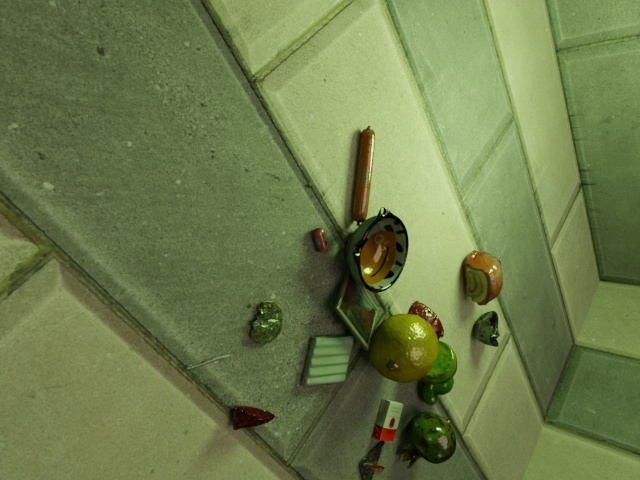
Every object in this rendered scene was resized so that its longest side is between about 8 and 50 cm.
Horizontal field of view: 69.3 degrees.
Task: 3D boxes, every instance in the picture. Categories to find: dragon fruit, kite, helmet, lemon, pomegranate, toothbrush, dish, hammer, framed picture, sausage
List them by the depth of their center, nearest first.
[{"bbox_3d":[-0.304,0.327,1.255,0.131,0.011,0.013,-6,120,-44],"label":"toothbrush"},{"bbox_3d":[-0.194,0.526,1.353,0.131,0.097,0.063,32,76,-62],"label":"dragon fruit"},{"bbox_3d":[0.000,0.000,1.488,0.043,0.043,0.083,-33,118,-37],"label":"hammer"},{"bbox_3d":[0.150,-0.222,1.596,0.053,0.053,0.347,4,93,-45],"label":"sausage"},{"bbox_3d":[0.178,0.033,1.604,0.303,0.120,0.302,-13,109,-42],"label":"dish"},{"bbox_3d":[0.132,0.243,1.626,0.250,0.016,0.184,56,39,-33],"label":"framed picture"},{"bbox_3d":[0.304,0.390,1.693,0.267,0.267,0.267,-7,100,-44],"label":"lemon"},{"bbox_3d":[0.201,0.893,1.821,0.189,0.009,0.232,36,72,-42],"label":"kite"},{"bbox_3d":[0.420,0.341,1.889,0.121,0.127,0.160,-34,119,-45],"label":"dragon fruit"},{"bbox_3d":[0.443,0.836,1.927,0.263,0.211,0.211,-39,123,-11],"label":"pomegranate"},{"bbox_3d":[0.824,0.439,2.307,0.153,0.107,0.176,59,38,-28],"label":"helmet"}]

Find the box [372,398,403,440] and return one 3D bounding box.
[{"bbox_3d":[0.269,0.714,1.841,0.100,0.048,0.152,27,79,-41],"label":"box"}]

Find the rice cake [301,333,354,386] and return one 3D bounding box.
[{"bbox_3d":[0.030,0.405,1.572,0.198,0.037,0.189,20,81,-44],"label":"rice cake"}]

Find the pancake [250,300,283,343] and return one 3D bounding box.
[{"bbox_3d":[-0.157,0.246,1.379,0.116,0.023,0.129,42,66,-42],"label":"pancake"}]

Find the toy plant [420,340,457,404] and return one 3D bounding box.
[{"bbox_3d":[0.499,0.565,1.985,0.224,0.185,0.315,-48,141,-23],"label":"toy plant"}]

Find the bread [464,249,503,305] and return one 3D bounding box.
[{"bbox_3d":[0.758,0.187,2.158,0.123,0.190,0.244,-25,116,-26],"label":"bread"}]

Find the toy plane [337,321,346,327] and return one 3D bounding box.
[{"bbox_3d":[0.092,0.270,1.613,0.111,0.040,0.102,58,47,-30],"label":"toy plane"}]
